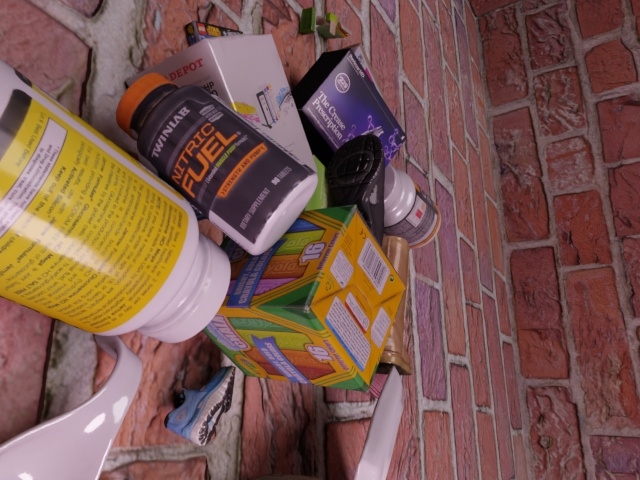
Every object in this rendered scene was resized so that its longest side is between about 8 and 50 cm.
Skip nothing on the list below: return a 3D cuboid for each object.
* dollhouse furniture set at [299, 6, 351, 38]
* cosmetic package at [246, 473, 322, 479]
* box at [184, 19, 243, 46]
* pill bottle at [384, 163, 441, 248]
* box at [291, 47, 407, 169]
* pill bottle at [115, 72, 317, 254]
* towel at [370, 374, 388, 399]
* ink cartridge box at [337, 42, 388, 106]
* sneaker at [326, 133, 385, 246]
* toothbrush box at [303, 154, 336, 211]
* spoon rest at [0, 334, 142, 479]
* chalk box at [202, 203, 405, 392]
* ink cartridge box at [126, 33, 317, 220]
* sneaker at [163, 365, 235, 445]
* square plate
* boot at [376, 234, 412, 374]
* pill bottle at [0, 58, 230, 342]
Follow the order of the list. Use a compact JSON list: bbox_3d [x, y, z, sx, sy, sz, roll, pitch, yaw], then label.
[{"bbox_3d":[0.012,-0.517,1.267,0.152,0.076,0.058,9,86,-56],"label":"dollhouse furniture set"},{"bbox_3d":[-0.119,0.430,0.695,0.309,0.113,0.160,21,63,-54],"label":"cosmetic package"},{"bbox_3d":[-0.179,-0.338,0.925,0.137,0.027,0.094,-23,102,-59],"label":"box"},{"bbox_3d":[0.198,-0.091,1.344,0.278,0.162,0.162,32,54,-51],"label":"pill bottle"},{"bbox_3d":[0.055,-0.258,1.134,0.261,0.103,0.184,47,69,-36],"label":"box"},{"bbox_3d":[-0.135,-0.103,0.638,0.246,0.130,0.130,38,35,6],"label":"pill bottle"},{"bbox_3d":[0.125,0.199,1.256,0.237,0.037,0.329,49,40,-37],"label":"towel"},{"bbox_3d":[0.080,-0.363,1.308,0.193,0.088,0.234,59,37,-32],"label":"ink cartridge box"},{"bbox_3d":[0.076,-0.068,0.974,0.130,0.109,0.286,45,50,-58],"label":"sneaker"},{"bbox_3d":[0.000,0.000,1.025,0.283,0.122,0.206,43,46,-47],"label":"toothbrush box"},{"bbox_3d":[-0.273,0.216,0.536,0.137,0.084,0.276,57,36,-32],"label":"spoon rest"},{"bbox_3d":[-0.059,0.083,0.738,0.180,0.289,0.179,55,45,-33],"label":"chalk box"},{"bbox_3d":[-0.144,-0.174,0.790,0.168,0.171,0.232,-41,115,-56],"label":"ink cartridge box"},{"bbox_3d":[-0.168,0.221,0.726,0.162,0.073,0.063,-50,149,-76],"label":"sneaker"},{"bbox_3d":[0.079,0.438,0.879,0.344,0.049,0.347,-30,133,-73],"label":"square plate"},{"bbox_3d":[0.165,0.155,1.138,0.236,0.089,0.269,69,26,-66],"label":"boot"},{"bbox_3d":[-0.255,-0.013,0.537,0.334,0.188,0.188,42,46,-45],"label":"pill bottle"}]
